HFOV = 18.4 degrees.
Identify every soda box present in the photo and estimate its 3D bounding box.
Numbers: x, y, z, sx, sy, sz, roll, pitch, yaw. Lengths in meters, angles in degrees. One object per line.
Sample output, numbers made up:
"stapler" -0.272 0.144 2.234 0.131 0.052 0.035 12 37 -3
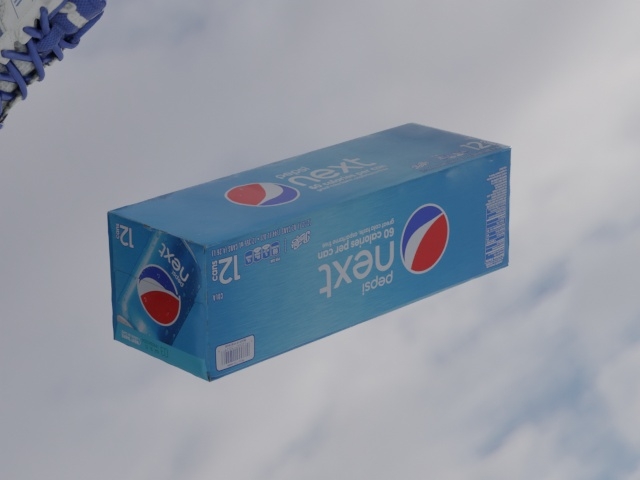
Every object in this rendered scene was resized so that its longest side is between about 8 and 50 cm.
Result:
"soda box" 0.000 0.000 0.957 0.210 0.071 0.067 -18 -64 -42

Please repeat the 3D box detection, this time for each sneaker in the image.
"sneaker" -0.225 -0.158 1.409 0.112 0.131 0.297 33 -110 -69
